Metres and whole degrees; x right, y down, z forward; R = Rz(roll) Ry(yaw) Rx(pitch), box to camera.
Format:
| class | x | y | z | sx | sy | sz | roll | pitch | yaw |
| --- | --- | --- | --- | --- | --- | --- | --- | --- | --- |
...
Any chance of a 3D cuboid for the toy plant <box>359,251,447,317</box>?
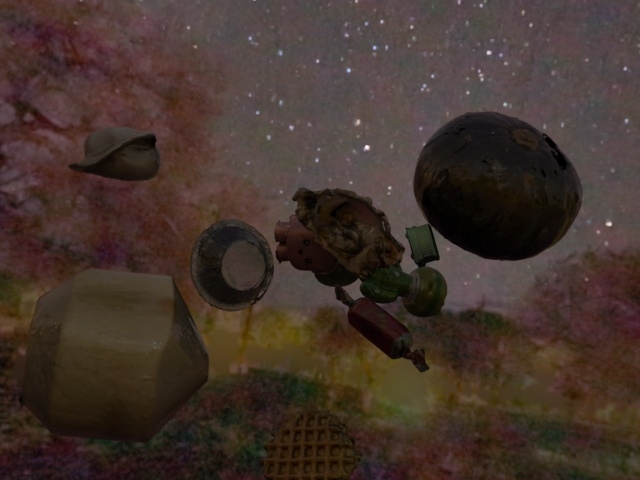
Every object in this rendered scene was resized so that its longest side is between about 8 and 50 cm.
| class | x | y | z | sx | sy | sz | roll | pitch | yaw |
| --- | --- | --- | --- | --- | --- | --- | --- | --- | --- |
| toy plant | 0.277 | 0.144 | 2.124 | 0.316 | 0.224 | 0.184 | 20 | -40 | -19 |

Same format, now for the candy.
| class | x | y | z | sx | sy | sz | roll | pitch | yaw |
| --- | --- | --- | --- | --- | --- | --- | --- | --- | --- |
| candy | 0.133 | 0.199 | 1.366 | 0.292 | 0.059 | 0.086 | 37 | -37 | 30 |

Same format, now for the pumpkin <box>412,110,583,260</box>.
| class | x | y | z | sx | sy | sz | roll | pitch | yaw |
| --- | --- | --- | --- | --- | --- | --- | --- | --- | --- |
| pumpkin | 0.474 | -0.153 | 1.617 | 0.455 | 0.454 | 0.343 | 11 | -53 | -9 |

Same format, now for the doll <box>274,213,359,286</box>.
| class | x | y | z | sx | sy | sz | roll | pitch | yaw |
| --- | --- | --- | --- | --- | --- | --- | --- | --- | --- |
| doll | 0.000 | 0.000 | 1.846 | 0.269 | 0.284 | 0.216 | 4 | 19 | 23 |

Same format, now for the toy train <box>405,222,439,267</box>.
| class | x | y | z | sx | sy | sz | roll | pitch | yaw |
| --- | --- | --- | --- | --- | --- | --- | --- | --- | --- |
| toy train | 0.211 | 0.009 | 1.241 | 0.056 | 0.093 | 0.038 | -19 | -29 | 16 |

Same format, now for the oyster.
| class | x | y | z | sx | sy | sz | roll | pitch | yaw |
| --- | --- | --- | --- | --- | --- | --- | --- | --- | --- |
| oyster | 0.081 | -0.047 | 1.640 | 0.354 | 0.201 | 0.107 | 40 | 35 | 10 |

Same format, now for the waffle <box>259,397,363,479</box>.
| class | x | y | z | sx | sy | sz | roll | pitch | yaw |
| --- | --- | --- | --- | --- | --- | --- | --- | --- | --- |
| waffle | -0.033 | 0.525 | 1.444 | 0.245 | 0.254 | 0.052 | 45 | 3 | 43 |

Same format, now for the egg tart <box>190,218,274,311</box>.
| class | x | y | z | sx | sy | sz | roll | pitch | yaw |
| --- | --- | --- | --- | --- | --- | --- | --- | --- | --- |
| egg tart | -0.212 | 0.062 | 1.486 | 0.234 | 0.234 | 0.094 | 16 | -10 | -33 |

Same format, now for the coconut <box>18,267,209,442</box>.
| class | x | y | z | sx | sy | sz | roll | pitch | yaw |
| --- | --- | --- | --- | --- | --- | --- | --- | --- | --- |
| coconut | -0.343 | 0.197 | 1.039 | 0.323 | 0.322 | 0.323 | 9 | -11 | 2 |

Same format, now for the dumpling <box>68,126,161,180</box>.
| class | x | y | z | sx | sy | sz | roll | pitch | yaw |
| --- | --- | --- | --- | --- | --- | --- | --- | --- | --- |
| dumpling | -0.338 | -0.139 | 0.978 | 0.150 | 0.092 | 0.176 | -10 | 20 | -34 |
